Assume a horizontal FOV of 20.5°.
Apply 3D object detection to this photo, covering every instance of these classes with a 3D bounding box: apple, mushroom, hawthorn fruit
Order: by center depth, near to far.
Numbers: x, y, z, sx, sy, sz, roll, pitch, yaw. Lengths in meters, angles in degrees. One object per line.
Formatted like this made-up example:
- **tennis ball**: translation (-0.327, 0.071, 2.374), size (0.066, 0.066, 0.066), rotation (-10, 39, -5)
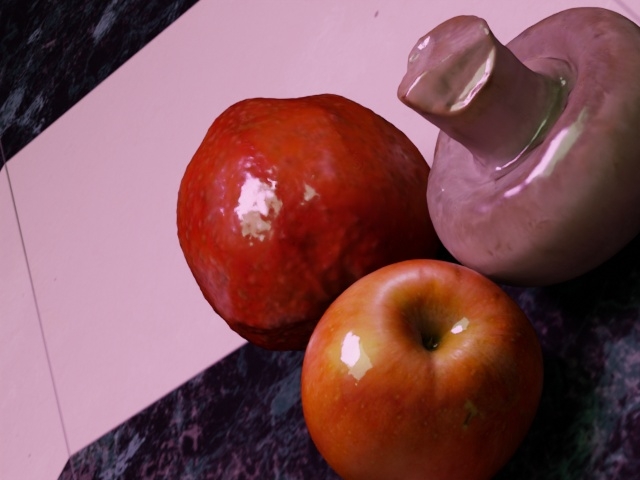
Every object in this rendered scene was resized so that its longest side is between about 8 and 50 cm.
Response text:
- **apple**: translation (0.066, 0.097, 1.187), size (0.139, 0.163, 0.163), rotation (100, 179, -51)
- **mushroom**: translation (0.139, -0.077, 1.212), size (0.204, 0.204, 0.204), rotation (-38, 34, 31)
- **hawthorn fruit**: translation (0.000, 0.000, 1.363), size (0.205, 0.205, 0.253), rotation (-49, 40, 13)
